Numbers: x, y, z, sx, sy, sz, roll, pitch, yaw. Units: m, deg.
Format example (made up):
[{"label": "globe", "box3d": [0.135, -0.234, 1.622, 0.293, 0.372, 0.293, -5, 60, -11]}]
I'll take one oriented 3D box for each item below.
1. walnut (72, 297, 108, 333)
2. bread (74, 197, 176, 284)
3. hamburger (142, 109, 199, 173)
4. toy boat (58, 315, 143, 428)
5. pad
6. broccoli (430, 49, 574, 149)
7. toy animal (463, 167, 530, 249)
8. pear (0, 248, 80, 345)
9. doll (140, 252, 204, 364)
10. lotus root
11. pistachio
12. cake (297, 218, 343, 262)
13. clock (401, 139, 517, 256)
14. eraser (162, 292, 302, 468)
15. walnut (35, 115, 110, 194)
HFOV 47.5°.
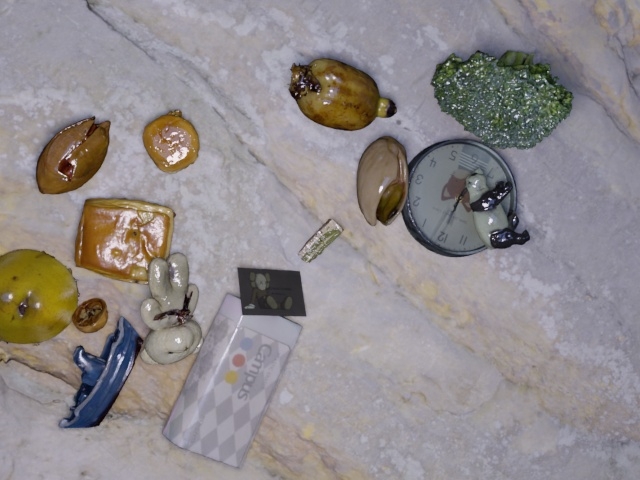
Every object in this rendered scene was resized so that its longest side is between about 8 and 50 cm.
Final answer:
[{"label": "walnut", "box3d": [-0.568, 0.196, 1.824, 0.091, 0.121, 0.052, -31, 125, -9]}, {"label": "bread", "box3d": [-0.495, -0.002, 1.834, 0.234, 0.099, 0.211, 9, 88, -8]}, {"label": "hamburger", "box3d": [-0.379, -0.251, 1.864, 0.138, 0.083, 0.147, -30, 96, -11]}, {"label": "toy boat", "box3d": [-0.558, 0.330, 1.805, 0.142, 0.129, 0.309, 30, 86, -20]}, {"label": "pad", "box3d": [-0.123, 0.133, 1.867, 0.190, 0.004, 0.127, 5, 65, -34]}, {"label": "broccoli", "box3d": [0.473, -0.371, 1.925, 0.374, 0.302, 0.249, 13, 110, 19]}, {"label": "toy animal", "box3d": [0.452, -0.083, 1.908, 0.121, 0.094, 0.225, -20, 93, 1]}, {"label": "pear", "box3d": [-0.734, 0.136, 1.765, 0.266, 0.178, 0.267, 1, 85, -8]}, {"label": "doll", "box3d": [-0.365, 0.173, 1.807, 0.175, 0.149, 0.278, -9, 101, -27]}, {"label": "lotus root", "box3d": [0.051, -0.373, 1.896, 0.313, 0.141, 0.170, 17, 90, -16]}, {"label": "pistachio", "box3d": [0.159, -0.155, 1.904, 0.137, 0.153, 0.238, 4, 87, -28]}, {"label": "cake", "box3d": [0.000, 0.000, 1.940, 0.140, 0.055, 0.051, -44, 96, 11]}, {"label": "clock", "box3d": [0.375, -0.116, 1.972, 0.324, 0.067, 0.326, 0, 89, -8]}, {"label": "eraser", "box3d": [-0.222, 0.357, 1.862, 0.213, 0.082, 0.397, 27, 85, -22]}, {"label": "walnut", "box3d": [-0.612, -0.211, 1.811, 0.137, 0.137, 0.245, 41, 75, -5]}]
